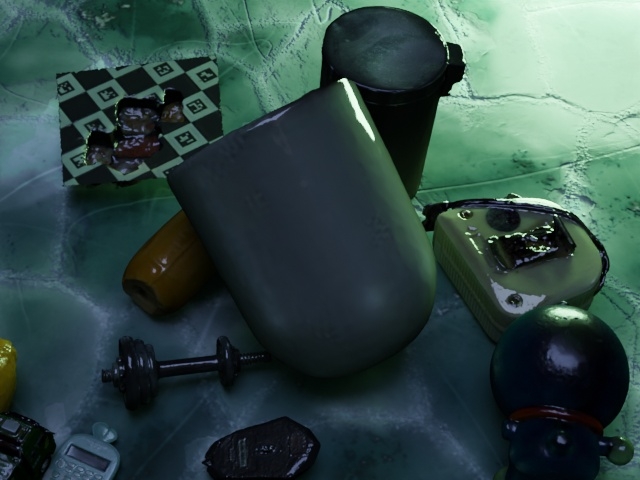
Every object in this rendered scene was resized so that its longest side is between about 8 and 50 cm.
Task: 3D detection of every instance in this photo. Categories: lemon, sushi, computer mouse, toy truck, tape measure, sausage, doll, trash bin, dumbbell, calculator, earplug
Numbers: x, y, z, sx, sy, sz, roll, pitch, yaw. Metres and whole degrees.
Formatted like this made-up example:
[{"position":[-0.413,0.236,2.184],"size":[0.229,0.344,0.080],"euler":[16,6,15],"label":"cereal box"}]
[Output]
[{"position":[-0.512,0.211,1.611],"size":[0.142,0.142,0.187],"euler":[27,53,18],"label":"lemon"},{"position":[-0.316,-0.199,1.988],"size":[0.293,0.059,0.292],"euler":[-6,53,-6],"label":"sushi"},{"position":[-0.082,0.311,1.603],"size":[0.172,0.057,0.099],"euler":[-9,54,6],"label":"computer mouse"},{"position":[-0.455,0.352,1.504],"size":[0.088,0.121,0.259],"euler":[19,60,12],"label":"toy truck"},{"position":[0.322,0.013,1.801],"size":[0.231,0.133,0.271],"euler":[-21,53,-17],"label":"tape measure"},{"position":[-0.175,-0.026,1.815],"size":[0.116,0.134,0.354],"euler":[39,60,3],"label":"sausage"},{"position":[0.343,0.225,1.601],"size":[0.198,0.186,0.322],"euler":[4,55,1],"label":"doll"},{"position":[0.094,-0.208,1.858],"size":[0.251,0.302,0.203],"euler":[0,51,-6],"label":"trash bin"},{"position":[-0.198,0.188,1.669],"size":[0.254,0.110,0.110],"euler":[-5,52,-14],"label":"dumbbell"},{"position":[-0.340,0.328,1.599],"size":[0.095,0.021,0.153],"euler":[20,55,13],"label":"calculator"},{"position":[0.000,0.000,1.646],"size":[0.312,0.312,0.394],"euler":[-30,93,-23],"label":"earplug"}]
